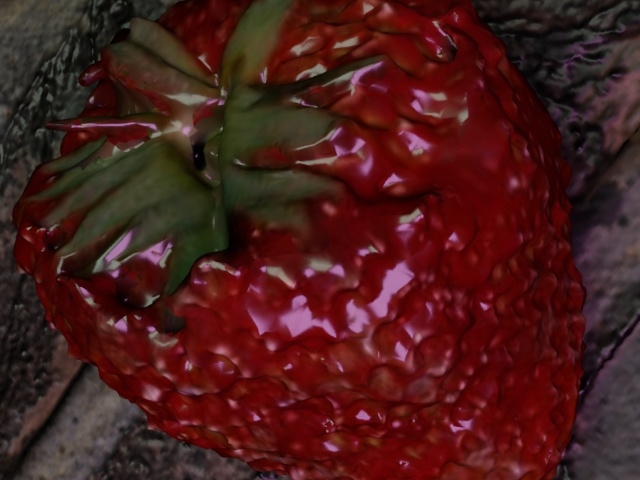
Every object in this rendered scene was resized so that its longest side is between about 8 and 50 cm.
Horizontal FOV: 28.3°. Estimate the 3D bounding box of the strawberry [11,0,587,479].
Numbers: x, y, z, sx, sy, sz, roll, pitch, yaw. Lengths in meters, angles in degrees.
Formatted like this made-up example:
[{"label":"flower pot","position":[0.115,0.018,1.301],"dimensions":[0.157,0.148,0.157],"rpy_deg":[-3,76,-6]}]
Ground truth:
[{"label":"strawberry","position":[-0.001,0.004,0.642],"dimensions":[0.261,0.257,0.261],"rpy_deg":[-17,52,24]}]
